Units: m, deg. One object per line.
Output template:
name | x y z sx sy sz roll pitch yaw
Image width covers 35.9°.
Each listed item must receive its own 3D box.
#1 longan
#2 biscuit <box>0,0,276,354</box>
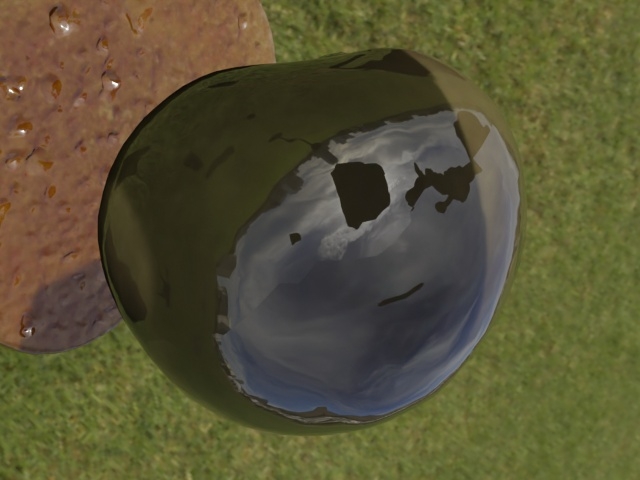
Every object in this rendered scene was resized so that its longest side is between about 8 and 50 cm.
longan | 0.000 0.000 0.507 0.220 0.196 0.196 -12 133 -6
biscuit | -0.185 -0.086 0.835 0.394 0.070 0.350 -47 129 -28
